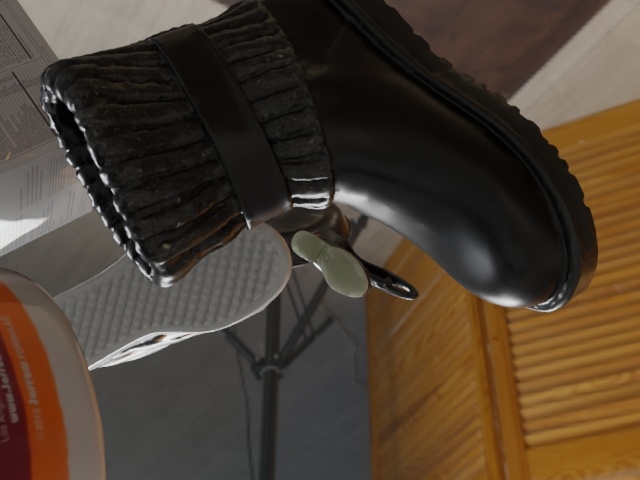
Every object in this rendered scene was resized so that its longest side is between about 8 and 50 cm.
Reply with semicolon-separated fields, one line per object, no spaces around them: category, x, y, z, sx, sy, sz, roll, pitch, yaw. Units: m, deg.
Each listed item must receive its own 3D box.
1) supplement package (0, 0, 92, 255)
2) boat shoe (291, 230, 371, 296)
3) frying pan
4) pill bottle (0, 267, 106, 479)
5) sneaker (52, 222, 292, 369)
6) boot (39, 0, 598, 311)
supplement package;-0.399;-0.092;0.953;0.263;0.198;0.199;-31;168;-29
boat shoe;0.019;0.031;1.149;0.043;0.137;0.049;27;97;-53
frying pan;-0.028;0.006;1.232;0.197;0.326;0.053;-15;121;-19
pill bottle;-0.322;0.124;0.416;0.392;0.224;0.224;0;151;-47
sneaker;-0.173;0.056;1.012;0.321;0.126;0.127;-20;179;14
boot;-0.006;-0.035;0.636;0.260;0.348;0.131;-32;158;-28
